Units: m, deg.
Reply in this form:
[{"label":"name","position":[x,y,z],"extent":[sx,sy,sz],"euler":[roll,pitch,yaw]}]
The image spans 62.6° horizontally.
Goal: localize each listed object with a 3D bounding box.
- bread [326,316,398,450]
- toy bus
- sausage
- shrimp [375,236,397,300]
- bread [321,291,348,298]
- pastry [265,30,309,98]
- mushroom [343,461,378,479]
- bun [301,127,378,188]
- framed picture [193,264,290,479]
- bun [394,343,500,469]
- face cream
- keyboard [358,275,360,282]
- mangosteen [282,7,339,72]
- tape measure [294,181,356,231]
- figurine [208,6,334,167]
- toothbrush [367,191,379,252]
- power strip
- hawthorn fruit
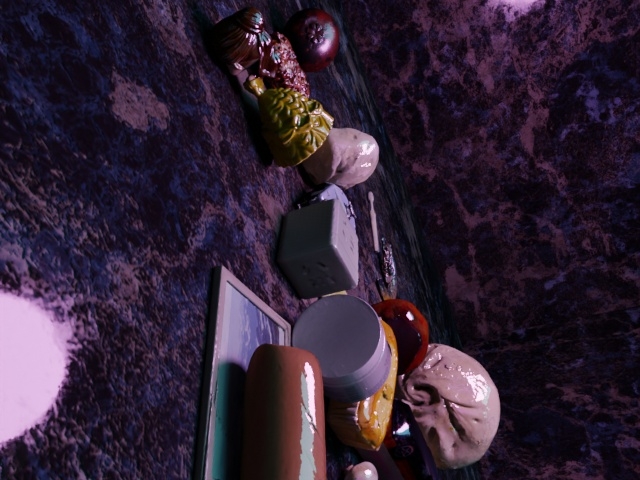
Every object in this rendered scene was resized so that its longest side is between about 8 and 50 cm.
[{"label":"bread","position":[0.100,0.323,1.197],"extent":[0.152,0.120,0.288],"euler":[61,31,-32]},{"label":"toy bus","position":[0.187,0.518,1.287],"extent":[0.127,0.147,0.302],"euler":[-80,151,-53]},{"label":"sausage","position":[-0.052,0.302,0.738],"extent":[0.121,0.121,0.304],"euler":[49,33,-52]},{"label":"shrimp","position":[0.238,0.106,1.935],"extent":[0.198,0.051,0.261],"euler":[19,66,-69]},{"label":"bread","position":[0.053,0.208,1.339],"extent":[0.228,0.034,0.228],"euler":[-16,90,-73]},{"label":"pastry","position":[-0.092,-0.422,1.349],"extent":[0.115,0.097,0.208],"euler":[-73,146,-43]},{"label":"mushroom","position":[0.082,0.506,1.113],"extent":[0.067,0.083,0.083],"euler":[37,-7,36]},{"label":"bun","position":[0.045,-0.207,1.411],"extent":[0.231,0.231,0.133],"euler":[36,58,-62]},{"label":"framed picture","position":[-0.111,0.240,0.843],"extent":[0.247,0.022,0.334],"euler":[52,28,-48]},{"label":"bun","position":[0.352,0.475,1.543],"extent":[0.234,0.326,0.361],"euler":[39,33,-55]},{"label":"face cream","position":[0.046,0.217,1.050],"extent":[0.152,0.178,0.177],"euler":[65,18,-52]},{"label":"keyboard","position":[0.064,0.025,1.549],"extent":[0.072,0.023,0.230],"euler":[-27,101,-65]},{"label":"mangosteen","position":[-0.034,-0.592,1.569],"extent":[0.200,0.200,0.199],"euler":[-16,90,-72]},{"label":"tape measure","position":[0.025,-0.058,1.366],"extent":[0.181,0.107,0.181],"euler":[65,26,-19]},{"label":"figurine","position":[-0.123,-0.334,1.142],"extent":[0.315,0.168,0.187],"euler":[51,55,-28]},{"label":"toothbrush","position":[0.206,-0.075,2.047],"extent":[0.028,0.026,0.294],"euler":[76,9,-52]},{"label":"power strip","position":[0.000,0.000,1.185],"extent":[0.224,0.139,0.140],"euler":[-84,151,-49]},{"label":"hawthorn fruit","position":[0.215,0.276,1.498],"extent":[0.250,0.216,0.215],"euler":[38,40,-59]}]
